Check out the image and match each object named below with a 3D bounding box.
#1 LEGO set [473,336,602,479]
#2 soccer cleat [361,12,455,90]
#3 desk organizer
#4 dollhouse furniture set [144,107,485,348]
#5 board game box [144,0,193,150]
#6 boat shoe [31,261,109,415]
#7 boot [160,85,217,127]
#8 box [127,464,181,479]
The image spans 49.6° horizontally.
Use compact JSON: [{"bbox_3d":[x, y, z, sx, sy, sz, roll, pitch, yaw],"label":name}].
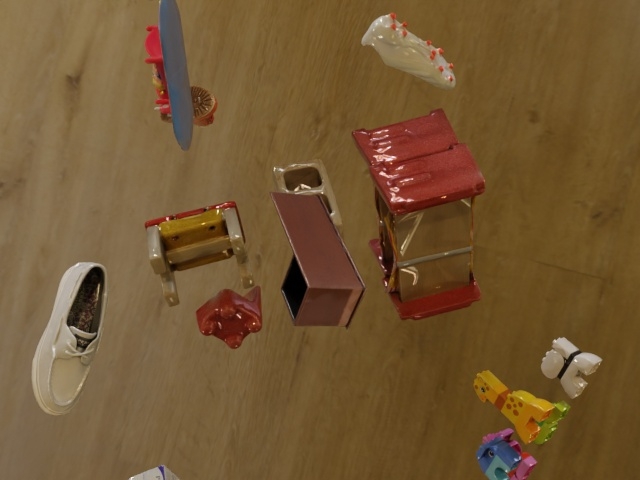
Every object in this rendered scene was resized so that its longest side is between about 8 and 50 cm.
[{"bbox_3d":[0.231,0.206,0.839,0.087,0.093,0.227,-12,132,-38],"label":"LEGO set"},{"bbox_3d":[0.161,-0.327,1.235,0.196,0.076,0.068,31,48,-27],"label":"soccer cleat"},{"bbox_3d":[-0.011,0.013,0.592,0.050,0.130,0.047,4,128,-25],"label":"desk organizer"},{"bbox_3d":[0.000,0.000,0.827,0.374,0.152,0.201,-13,134,-5],"label":"dollhouse furniture set"},{"bbox_3d":[-0.167,-0.178,0.736,0.033,0.133,0.169,-5,113,0],"label":"board game box"},{"bbox_3d":[-0.289,0.114,0.823,0.066,0.063,0.184,26,67,-32],"label":"boat shoe"},{"bbox_3d":[-0.217,-0.238,1.256,0.084,0.158,0.059,10,86,-39],"label":"boot"},{"bbox_3d":[-0.282,0.493,1.239,0.072,0.137,0.126,-19,51,-1],"label":"box"}]
